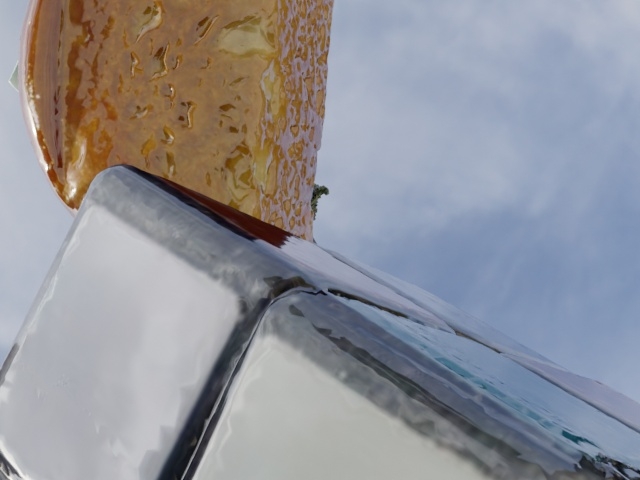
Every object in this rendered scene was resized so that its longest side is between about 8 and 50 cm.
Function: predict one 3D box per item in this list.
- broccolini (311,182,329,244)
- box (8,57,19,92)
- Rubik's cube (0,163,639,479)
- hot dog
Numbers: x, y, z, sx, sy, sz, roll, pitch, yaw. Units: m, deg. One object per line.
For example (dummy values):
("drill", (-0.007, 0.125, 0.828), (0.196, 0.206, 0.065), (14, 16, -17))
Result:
("broccolini", (-0.007, -0.001, 1.055), (0.052, 0.194, 0.054), (6, -56, -18))
("box", (-0.213, -0.208, 1.021), (0.155, 0.243, 0.067), (45, -144, 5))
("Rubik's cube", (0.012, 0.186, 0.502), (0.318, 0.313, 0.316), (20, -83, -48))
("hot dog", (-0.118, -0.130, 0.819), (0.223, 0.185, 0.405), (4, -92, 16))
